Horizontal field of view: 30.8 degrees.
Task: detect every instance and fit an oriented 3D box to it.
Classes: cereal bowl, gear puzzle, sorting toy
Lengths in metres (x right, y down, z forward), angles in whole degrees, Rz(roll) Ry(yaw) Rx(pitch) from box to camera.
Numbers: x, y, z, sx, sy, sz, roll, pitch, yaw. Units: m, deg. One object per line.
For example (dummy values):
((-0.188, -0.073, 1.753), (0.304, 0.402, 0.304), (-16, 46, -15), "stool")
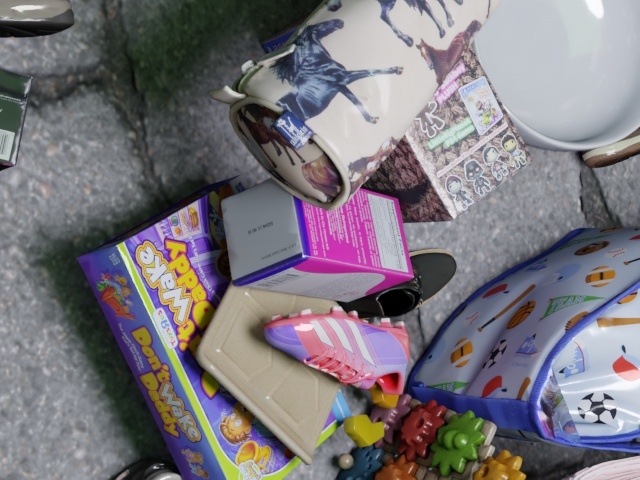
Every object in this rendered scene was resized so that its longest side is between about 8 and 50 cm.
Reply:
((0.323, -0.288, 1.638), (0.339, 0.141, 0.339), (0, 89, -25), "cereal bowl")
((0.127, 0.280, 1.430), (0.044, 0.339, 0.175), (35, 76, -26), "gear puzzle")
((-0.021, 0.156, 1.429), (0.307, 0.041, 0.229), (48, 43, -28), "sorting toy")

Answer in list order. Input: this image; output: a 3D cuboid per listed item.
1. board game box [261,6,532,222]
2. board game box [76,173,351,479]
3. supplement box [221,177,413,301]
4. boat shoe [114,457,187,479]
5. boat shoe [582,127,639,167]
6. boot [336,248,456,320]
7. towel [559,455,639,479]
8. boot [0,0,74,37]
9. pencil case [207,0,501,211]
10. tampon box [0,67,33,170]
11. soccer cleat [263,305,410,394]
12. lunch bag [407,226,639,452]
((0.092, -0.179, 1.481), (0.141, 0.232, 0.291), (-36, 103, -21), "board game box")
((-0.119, 0.124, 1.415), (0.233, 0.078, 0.347), (-35, 105, -47), "board game box")
((0.000, 0.000, 1.394), (0.220, 0.111, 0.114), (14, 60, -51), "supplement box")
((-0.271, 0.409, 1.393), (0.112, 0.095, 0.335), (43, 77, -28), "boat shoe")
((0.483, -0.183, 1.747), (0.257, 0.095, 0.095), (-19, 83, -30), "boat shoe")
((0.125, 0.065, 1.544), (0.198, 0.137, 0.077), (-24, 99, -24), "boot")
((0.380, 0.351, 1.561), (0.317, 0.332, 0.053), (-5, 65, -25), "towel")
((-0.456, -0.380, 1.283), (0.377, 0.138, 0.284), (1, 90, -28), "boot")
((0.072, -0.239, 1.259), (0.183, 0.160, 0.410), (47, 73, -30), "pencil case")
((-0.400, -0.139, 1.292), (0.120, 0.161, 0.101), (13, 84, -23), "tampon box")
((0.027, 0.135, 1.401), (0.248, 0.083, 0.095), (12, 70, -51), "soccer cleat")
((0.341, 0.148, 1.541), (0.385, 0.328, 0.239), (-25, 98, -24), "lunch bag")
